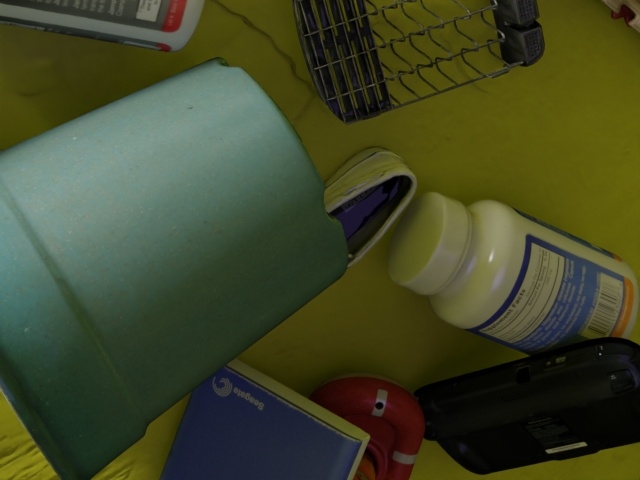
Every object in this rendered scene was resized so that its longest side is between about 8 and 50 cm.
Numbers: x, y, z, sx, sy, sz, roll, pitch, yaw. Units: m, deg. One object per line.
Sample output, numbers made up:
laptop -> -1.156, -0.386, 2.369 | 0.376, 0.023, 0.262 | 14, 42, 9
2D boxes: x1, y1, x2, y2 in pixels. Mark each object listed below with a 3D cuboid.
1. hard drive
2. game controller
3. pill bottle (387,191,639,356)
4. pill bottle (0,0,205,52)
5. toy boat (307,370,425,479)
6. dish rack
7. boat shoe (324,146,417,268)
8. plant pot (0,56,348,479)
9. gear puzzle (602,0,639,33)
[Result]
hard drive -> -0.094, 0.315, 1.296 | 0.040, 0.210, 0.318 | -5, 119, -64
game controller -> 0.262, 0.201, 1.340 | 0.319, 0.067, 0.166 | -21, 133, 38
pill bottle -> 0.218, 0.044, 1.312 | 0.272, 0.152, 0.152 | 22, 101, -23
pill bottle -> -0.252, -0.273, 1.040 | 0.283, 0.161, 0.161 | 7, 107, -20
toy boat -> 0.039, 0.271, 1.326 | 0.151, 0.151, 0.231 | 14, 104, -9
dish rack -> 0.104, -0.247, 1.218 | 0.272, 0.074, 0.208 | -20, 113, -8
boat shoe -> 0.000, 0.000, 1.262 | 0.095, 0.084, 0.258 | 41, 93, -26
plant pot -> -0.177, 0.009, 1.093 | 0.334, 0.341, 0.341 | -32, 116, -14
gear puzzle -> 0.418, -0.304, 1.317 | 0.339, 0.044, 0.175 | 30, 96, -28
